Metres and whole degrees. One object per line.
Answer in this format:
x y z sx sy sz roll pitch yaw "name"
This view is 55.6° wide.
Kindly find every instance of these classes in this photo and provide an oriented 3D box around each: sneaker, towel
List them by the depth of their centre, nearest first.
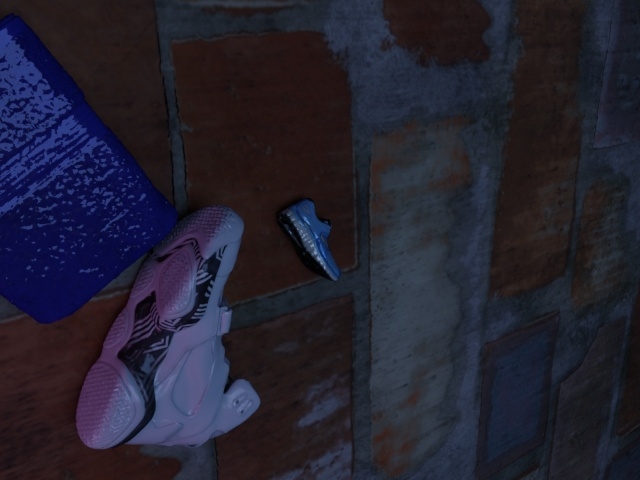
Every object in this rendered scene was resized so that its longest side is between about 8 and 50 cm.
-0.337 -0.068 0.701 0.228 0.076 0.308 -41 126 -10 "towel"
-0.168 0.136 0.855 0.210 0.137 0.365 28 93 -40 "sneaker"
0.000 0.000 0.977 0.073 0.063 0.162 -44 127 -21 "sneaker"
